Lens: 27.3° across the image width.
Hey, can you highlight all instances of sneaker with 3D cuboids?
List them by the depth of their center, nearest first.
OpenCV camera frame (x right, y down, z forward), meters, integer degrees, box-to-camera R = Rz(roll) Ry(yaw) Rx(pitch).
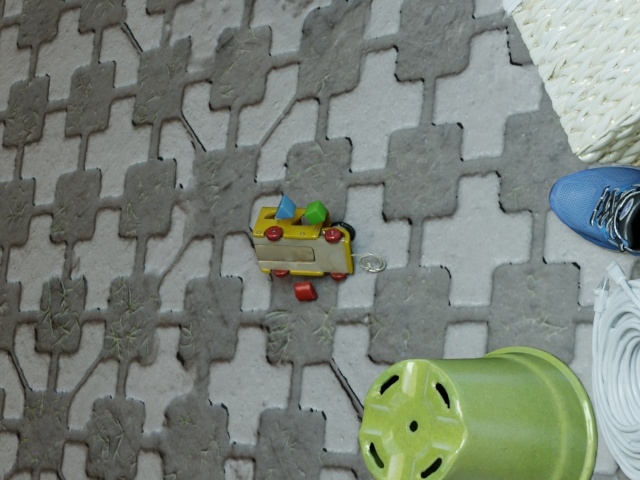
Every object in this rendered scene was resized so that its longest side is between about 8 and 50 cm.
[{"bbox_3d":[0.430,-0.041,1.755,0.330,0.147,0.130,18,91,49],"label":"sneaker"}]

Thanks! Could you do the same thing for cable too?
[{"bbox_3d":[0.429,0.177,1.675,0.257,0.089,0.257,-126,38,-66],"label":"cable"}]

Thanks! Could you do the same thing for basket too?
[{"bbox_3d":[0.472,-0.278,1.630,0.331,0.328,0.266,-42,56,43],"label":"basket"}]

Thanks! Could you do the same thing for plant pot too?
[{"bbox_3d":[0.198,0.268,1.822,0.276,0.254,0.276,-13,71,42],"label":"plant pot"}]

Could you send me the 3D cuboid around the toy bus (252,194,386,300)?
[{"bbox_3d":[-0.012,-0.004,2.196,0.191,0.202,0.104,-38,25,39],"label":"toy bus"}]
